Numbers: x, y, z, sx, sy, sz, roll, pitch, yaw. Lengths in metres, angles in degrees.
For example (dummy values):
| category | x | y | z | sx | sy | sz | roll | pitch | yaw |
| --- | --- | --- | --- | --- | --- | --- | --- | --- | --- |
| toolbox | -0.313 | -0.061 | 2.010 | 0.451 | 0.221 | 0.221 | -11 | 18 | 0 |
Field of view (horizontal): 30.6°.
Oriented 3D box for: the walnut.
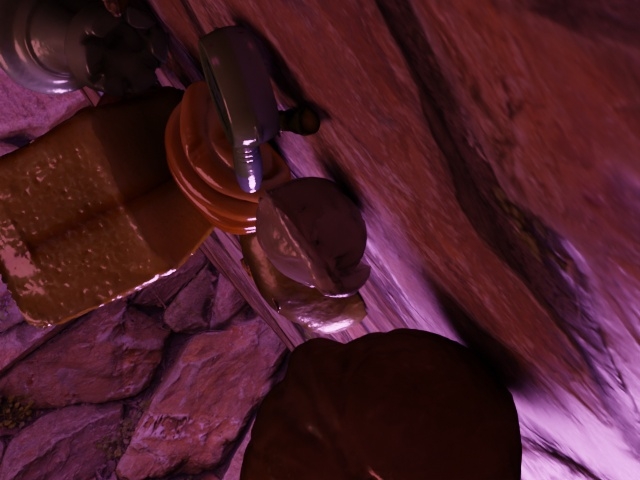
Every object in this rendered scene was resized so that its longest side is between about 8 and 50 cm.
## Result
| category | x | y | z | sx | sy | sz | roll | pitch | yaw |
| --- | --- | --- | --- | --- | --- | --- | --- | --- | --- |
| walnut | 0.064 | 0.233 | 1.233 | 0.333 | 0.333 | 0.333 | 50 | 172 | 9 |

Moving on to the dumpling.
| category | x | y | z | sx | sy | sz | roll | pitch | yaw |
| --- | --- | --- | --- | --- | --- | --- | --- | --- | --- |
| dumpling | 0.000 | 0.000 | 1.246 | 0.136 | 0.118 | 0.199 | 51 | -166 | 16 |

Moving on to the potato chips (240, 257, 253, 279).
| category | x | y | z | sx | sy | sz | roll | pitch | yaw |
| --- | --- | --- | --- | --- | --- | --- | --- | --- | --- |
| potato chips | -0.087 | 0.035 | 2.019 | 0.407 | 0.080 | 0.057 | 158 | 90 | -83 |

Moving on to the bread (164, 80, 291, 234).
| category | x | y | z | sx | sy | sz | roll | pitch | yaw |
| --- | --- | --- | --- | --- | --- | --- | --- | --- | --- |
| bread | -0.114 | -0.084 | 1.451 | 0.173 | 0.121 | 0.311 | 51 | 175 | 4 |

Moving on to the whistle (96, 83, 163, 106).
| category | x | y | z | sx | sy | sz | roll | pitch | yaw |
| --- | --- | --- | --- | --- | --- | --- | --- | --- | --- |
| whistle | -0.301 | -0.133 | 1.720 | 0.133 | 0.346 | 0.142 | -15 | 116 | 38 |

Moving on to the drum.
| category | x | y | z | sx | sy | sz | roll | pitch | yaw |
| --- | --- | --- | --- | --- | --- | --- | --- | --- | --- |
| drum | -0.070 | -0.103 | 1.165 | 0.253 | 0.049 | 0.130 | 81 | 167 | -51 |

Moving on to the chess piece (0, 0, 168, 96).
| category | x | y | z | sx | sy | sz | roll | pitch | yaw |
| --- | --- | --- | --- | --- | --- | --- | --- | --- | --- |
| chess piece | -0.329 | -0.280 | 1.620 | 0.299 | 0.194 | 0.194 | 26 | 155 | 52 |

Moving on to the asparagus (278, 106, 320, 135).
| category | x | y | z | sx | sy | sz | roll | pitch | yaw |
| --- | --- | --- | --- | --- | --- | --- | --- | --- | --- |
| asparagus | -0.035 | -0.121 | 1.167 | 0.034 | 0.027 | 0.236 | 32 | 179 | -18 |

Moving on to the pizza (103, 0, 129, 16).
| category | x | y | z | sx | sy | sz | roll | pitch | yaw |
| --- | --- | --- | --- | --- | --- | --- | --- | --- | --- |
| pizza | -0.271 | -0.323 | 1.329 | 0.181 | 0.034 | 0.262 | 35 | -162 | -44 |

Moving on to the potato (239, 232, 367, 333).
| category | x | y | z | sx | sy | sz | roll | pitch | yaw |
| --- | --- | --- | --- | --- | --- | --- | --- | --- | --- |
| potato | -0.045 | 0.042 | 1.686 | 0.272 | 0.111 | 0.160 | 55 | 169 | -33 |

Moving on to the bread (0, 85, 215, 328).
| category | x | y | z | sx | sy | sz | roll | pitch | yaw |
| --- | --- | --- | --- | --- | --- | --- | --- | --- | --- |
| bread | -0.277 | -0.065 | 1.619 | 0.233 | 0.245 | 0.362 | 63 | -160 | -7 |

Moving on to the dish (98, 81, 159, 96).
| category | x | y | z | sx | sy | sz | roll | pitch | yaw |
| --- | --- | --- | --- | --- | --- | --- | --- | --- | --- |
| dish | -0.321 | -0.255 | 1.968 | 0.228 | 0.086 | 0.236 | 55 | 172 | -20 |
